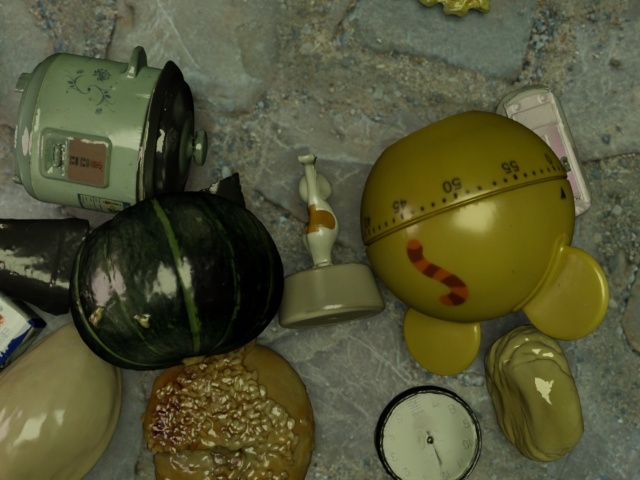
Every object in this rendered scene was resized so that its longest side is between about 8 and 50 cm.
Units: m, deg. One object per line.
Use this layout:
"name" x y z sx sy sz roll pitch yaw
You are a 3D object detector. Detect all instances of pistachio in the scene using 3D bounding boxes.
"pistachio" -0.439 0.279 1.706 0.226 0.208 0.331 30 77 18

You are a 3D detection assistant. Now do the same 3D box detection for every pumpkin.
"pumpkin" -0.216 0.069 1.589 0.323 0.323 0.241 -21 75 -3

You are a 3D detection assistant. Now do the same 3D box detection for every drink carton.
"drink carton" -0.619 0.085 1.746 0.315 0.106 0.130 40 85 0

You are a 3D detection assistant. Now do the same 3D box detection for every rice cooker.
"rice cooker" -0.328 -0.163 1.696 0.317 0.264 0.316 1 109 4

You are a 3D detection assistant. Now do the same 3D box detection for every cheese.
"cheese" 0.354 0.251 1.734 0.117 0.214 0.226 -17 82 -7

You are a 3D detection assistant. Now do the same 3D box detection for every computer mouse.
"computer mouse" 0.385 -0.146 1.825 0.126 0.056 0.245 -20 88 -4

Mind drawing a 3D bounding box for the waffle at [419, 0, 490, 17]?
"waffle" 0.236 -0.519 1.835 0.250 0.056 0.261 8 89 -2

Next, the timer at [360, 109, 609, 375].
"timer" 0.245 0.003 1.673 0.376 0.376 0.386 -20 84 -3

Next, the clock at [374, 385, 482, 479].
"clock" 0.186 0.341 1.805 0.185 0.040 0.184 0 87 -2

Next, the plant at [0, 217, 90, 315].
"plant" -0.430 0.041 1.716 0.256 0.164 0.141 10 71 -18

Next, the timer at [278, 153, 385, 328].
"timer" 0.000 0.000 1.735 0.175 0.175 0.266 -8 79 -3

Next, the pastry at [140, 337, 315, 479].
"pastry" -0.148 0.315 1.719 0.285 0.184 0.315 -4 88 -3

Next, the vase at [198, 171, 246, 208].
"vase" -0.136 0.014 1.778 0.115 0.115 0.237 -27 94 -3
